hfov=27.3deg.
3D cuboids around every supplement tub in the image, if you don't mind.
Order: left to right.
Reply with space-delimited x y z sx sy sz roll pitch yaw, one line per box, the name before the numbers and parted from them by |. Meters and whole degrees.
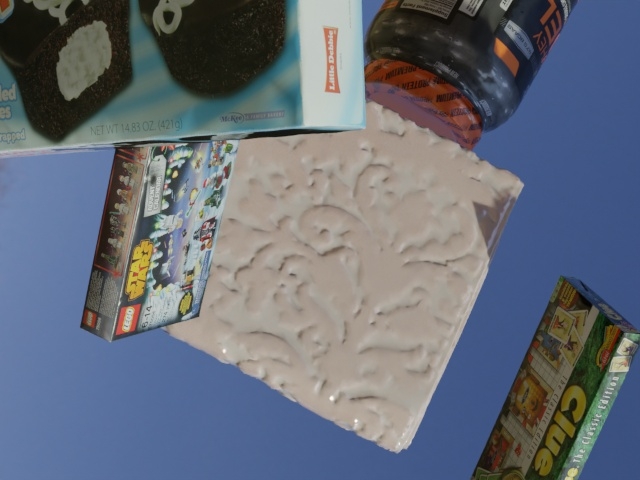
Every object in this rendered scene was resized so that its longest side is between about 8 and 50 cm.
supplement tub | 0.188 -0.277 1.605 0.207 0.207 0.338 9 -117 52

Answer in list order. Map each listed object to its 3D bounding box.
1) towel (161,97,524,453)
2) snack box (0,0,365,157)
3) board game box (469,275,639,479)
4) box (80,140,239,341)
towel | 0.000 0.000 1.315 0.317 0.332 0.053 -63 -177 -20
snack box | -0.124 -0.143 0.718 0.322 0.060 0.187 -1 -88 37
board game box | 0.232 0.178 1.333 0.136 0.030 0.259 48 -59 59
box | -0.095 -0.012 0.801 0.027 0.094 0.137 22 -73 27
